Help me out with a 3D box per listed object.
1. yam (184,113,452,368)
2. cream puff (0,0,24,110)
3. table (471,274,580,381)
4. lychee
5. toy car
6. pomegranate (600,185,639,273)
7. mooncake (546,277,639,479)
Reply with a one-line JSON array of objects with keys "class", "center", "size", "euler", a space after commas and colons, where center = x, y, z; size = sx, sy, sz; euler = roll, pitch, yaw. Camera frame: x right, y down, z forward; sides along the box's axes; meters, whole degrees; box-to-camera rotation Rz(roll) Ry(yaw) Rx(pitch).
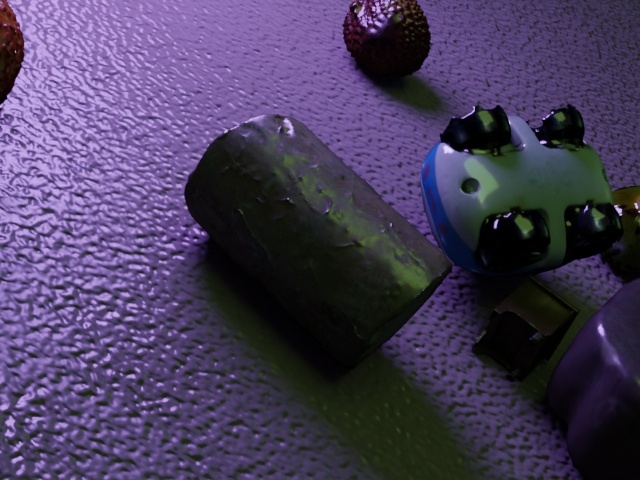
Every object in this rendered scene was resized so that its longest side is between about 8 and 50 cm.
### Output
[{"class": "yam", "center": [0.000, 0.000, 1.420], "size": [0.268, 0.161, 0.161], "euler": [43, 36, 19]}, {"class": "cream puff", "center": [-0.416, -0.219, 1.396], "size": [0.240, 0.164, 0.240], "euler": [15, 38, -12]}, {"class": "table", "center": [0.225, 0.103, 1.520], "size": [0.070, 0.083, 0.082], "euler": [38, 42, 17]}, {"class": "lychee", "center": [0.092, -0.284, 1.885], "size": [0.129, 0.123, 0.123], "euler": [59, 27, -23]}, {"class": "toy car", "center": [0.220, -0.044, 1.612], "size": [0.255, 0.190, 0.188], "euler": [-7, 72, -36]}, {"class": "pomegranate", "center": [0.418, -0.028, 1.767], "size": [0.122, 0.161, 0.122], "euler": [6, 47, -6]}, {"class": "mooncake", "center": [0.397, 0.176, 1.488], "size": [0.306, 0.154, 0.306], "euler": [21, 35, -15]}]
